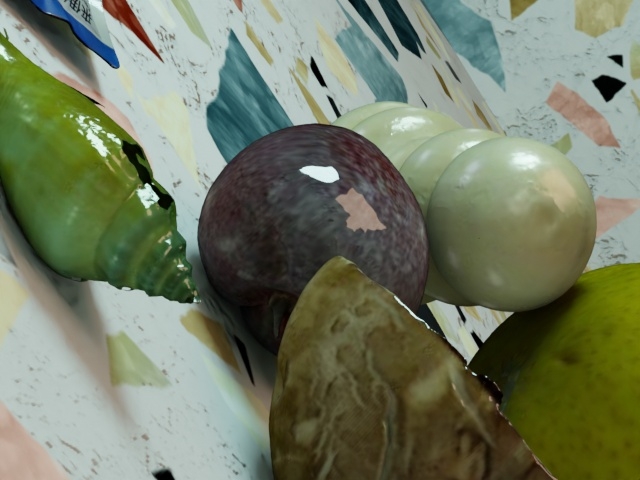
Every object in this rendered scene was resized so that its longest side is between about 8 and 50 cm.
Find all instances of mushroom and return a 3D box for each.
[{"bbox_3d":[0.052,0.154,1.045,0.285,0.151,0.156,51,-9,8],"label":"mushroom"}]

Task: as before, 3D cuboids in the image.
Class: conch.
[{"bbox_3d":[-0.135,-0.035,0.965,0.201,0.079,0.095,56,-7,28],"label":"conch"}]

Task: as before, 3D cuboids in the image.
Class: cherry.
[{"bbox_3d":[0.003,0.001,1.183,0.176,0.140,0.176,20,61,-40],"label":"cherry"}]

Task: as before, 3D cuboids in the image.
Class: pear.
[{"bbox_3d":[0.198,0.142,1.232,0.191,0.340,0.386,35,0,-21],"label":"pear"}]

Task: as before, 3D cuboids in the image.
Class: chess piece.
[{"bbox_3d":[0.098,-0.017,1.307,0.167,0.167,0.300,54,-12,-16],"label":"chess piece"}]

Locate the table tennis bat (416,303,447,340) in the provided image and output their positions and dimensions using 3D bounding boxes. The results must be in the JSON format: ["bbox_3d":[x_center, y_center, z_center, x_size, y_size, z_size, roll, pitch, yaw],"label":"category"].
[{"bbox_3d":[0.079,0.079,1.544,0.150,0.027,0.236,62,13,12],"label":"table tennis bat"}]

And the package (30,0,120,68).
[{"bbox_3d":[-0.204,-0.211,1.178,0.171,0.027,0.173,43,17,-47],"label":"package"}]
